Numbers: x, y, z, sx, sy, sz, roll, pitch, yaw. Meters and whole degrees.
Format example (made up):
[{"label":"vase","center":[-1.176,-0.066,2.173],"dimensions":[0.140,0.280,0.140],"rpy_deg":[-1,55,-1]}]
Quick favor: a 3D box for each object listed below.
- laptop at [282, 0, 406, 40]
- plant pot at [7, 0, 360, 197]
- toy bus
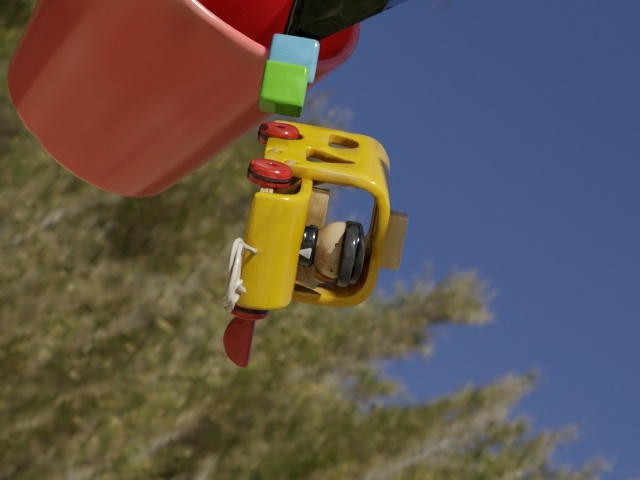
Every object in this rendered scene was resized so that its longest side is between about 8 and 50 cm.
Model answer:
[{"label":"laptop","center":[0.064,-0.295,1.434],"dimensions":[0.137,0.264,0.234],"rpy_deg":[11,-14,-5]},{"label":"plant pot","center":[-0.141,-0.186,1.623],"dimensions":[0.275,0.275,0.243],"rpy_deg":[41,-59,-8]},{"label":"toy bus","center":[0.001,-0.009,1.139],"dimensions":[0.104,0.202,0.191],"rpy_deg":[9,-27,-1]}]
